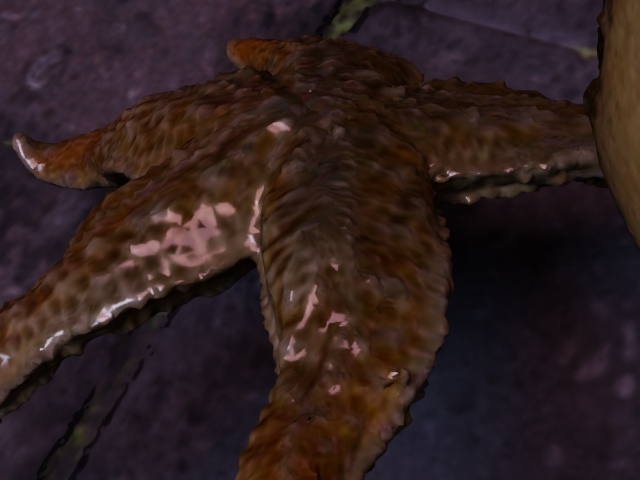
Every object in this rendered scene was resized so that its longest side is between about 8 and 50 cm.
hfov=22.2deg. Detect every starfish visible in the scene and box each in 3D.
[{"bbox_3d":[0.001,-0.009,0.559,0.327,0.094,0.375,-4,29,8],"label":"starfish"}]

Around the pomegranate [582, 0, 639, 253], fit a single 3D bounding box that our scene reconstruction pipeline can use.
[{"bbox_3d":[0.230,-0.047,0.409,0.322,0.322,0.322,-12,56,18],"label":"pomegranate"}]
